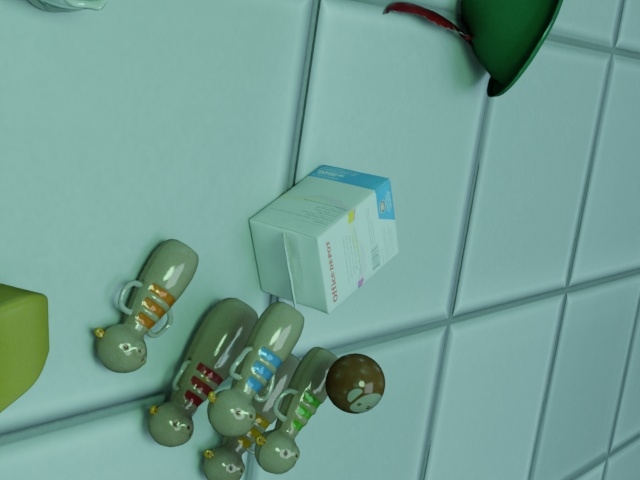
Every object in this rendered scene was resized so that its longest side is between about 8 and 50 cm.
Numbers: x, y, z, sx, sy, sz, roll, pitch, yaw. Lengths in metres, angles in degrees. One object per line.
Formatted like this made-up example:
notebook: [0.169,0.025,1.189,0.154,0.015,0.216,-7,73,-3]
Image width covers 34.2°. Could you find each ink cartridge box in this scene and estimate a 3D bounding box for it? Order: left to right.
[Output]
ink cartridge box: [0.000,0.000,1.049,0.143,0.090,0.092,-38,132,-40]

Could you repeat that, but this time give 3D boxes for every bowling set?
bowling set: [-0.059,0.140,0.938,0.154,0.200,0.287,-60,139,-18]

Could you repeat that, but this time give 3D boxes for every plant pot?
plant pot: [-0.241,0.068,0.751,0.083,0.081,0.081,-32,129,-60]

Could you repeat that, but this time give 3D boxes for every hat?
hat: [0.174,-0.286,1.240,0.173,0.184,0.208,-65,-173,-2]

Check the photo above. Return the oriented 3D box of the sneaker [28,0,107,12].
sneaker: [-0.206,-0.195,0.708,0.152,0.061,0.053,14,94,-54]
